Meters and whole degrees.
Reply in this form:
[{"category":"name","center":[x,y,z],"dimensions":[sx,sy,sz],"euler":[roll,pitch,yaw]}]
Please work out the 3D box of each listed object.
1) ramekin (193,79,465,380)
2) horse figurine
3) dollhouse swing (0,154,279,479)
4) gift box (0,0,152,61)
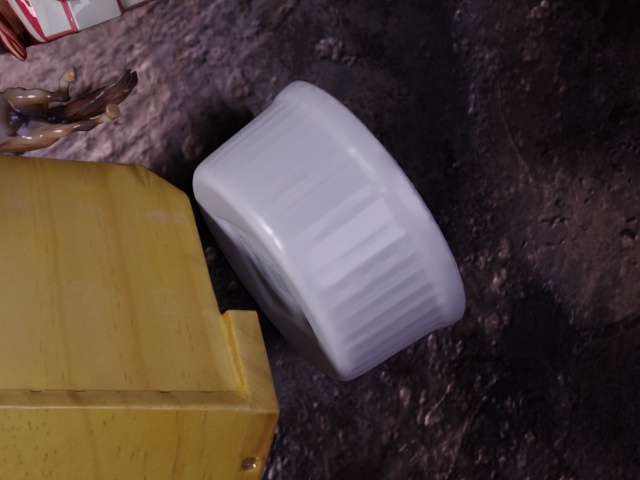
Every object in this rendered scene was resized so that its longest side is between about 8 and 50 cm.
[{"category":"ramekin","center":[0.000,0.000,1.506],"dimensions":[0.135,0.277,0.277],"euler":[-36,106,-12]},{"category":"horse figurine","center":[-0.294,-0.120,1.431],"dimensions":[0.263,0.174,0.066],"euler":[0,81,-39]},{"category":"dollhouse swing","center":[-0.260,0.130,1.449],"dimensions":[0.346,0.305,0.315],"euler":[2,120,-24]},{"category":"gift box","center":[-0.203,-0.319,1.396],"dimensions":[0.258,0.276,0.255],"euler":[-25,97,-22]}]
